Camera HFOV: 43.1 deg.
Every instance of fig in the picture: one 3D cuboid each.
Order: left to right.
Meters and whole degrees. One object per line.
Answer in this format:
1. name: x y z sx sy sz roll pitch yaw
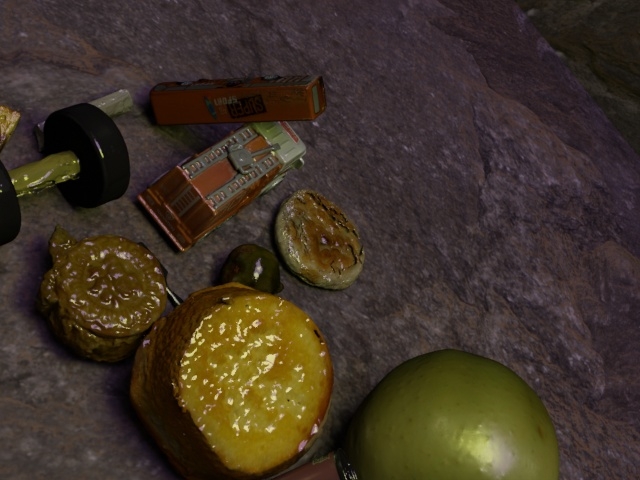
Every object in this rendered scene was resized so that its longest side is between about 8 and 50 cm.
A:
1. fig: -0.152 0.086 1.791 0.127 0.185 0.132 -3 68 4

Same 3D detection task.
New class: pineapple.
1. pineapple: -0.655 -0.211 1.591 0.137 0.069 0.116 -12 79 -31

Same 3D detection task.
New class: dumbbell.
1. dumbbell: -0.541 -0.122 1.524 0.322 0.204 0.203 -30 86 -43

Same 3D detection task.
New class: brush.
1. brush: -0.334 0.088 1.693 0.193 0.016 0.063 49 48 -4

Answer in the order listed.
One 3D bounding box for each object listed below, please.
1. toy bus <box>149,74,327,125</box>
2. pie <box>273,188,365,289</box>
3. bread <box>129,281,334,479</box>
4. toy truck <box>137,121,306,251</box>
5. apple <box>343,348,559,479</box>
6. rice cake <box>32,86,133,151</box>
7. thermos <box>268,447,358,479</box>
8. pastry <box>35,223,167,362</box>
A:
1. toy bus: -0.190 -0.308 1.779 0.092 0.409 0.093 -55 140 -54
2. pie: 0.000 0.000 1.971 0.274 0.055 0.274 22 53 -33
3. bread: -0.154 0.276 1.552 0.398 0.215 0.398 5 81 -34
4. toy truck: -0.195 -0.154 1.801 0.173 0.207 0.387 51 47 -3
5. apple: 0.265 0.447 1.668 0.474 0.474 0.473 18 57 -29
6. rice cake: -0.504 -0.263 1.735 0.256 0.052 0.057 -37 121 -43
7. thermos: -0.086 0.509 1.490 0.109 0.330 0.136 -104 168 -66
8. pastry: -0.421 0.112 1.551 0.235 0.132 0.240 12 52 -22
